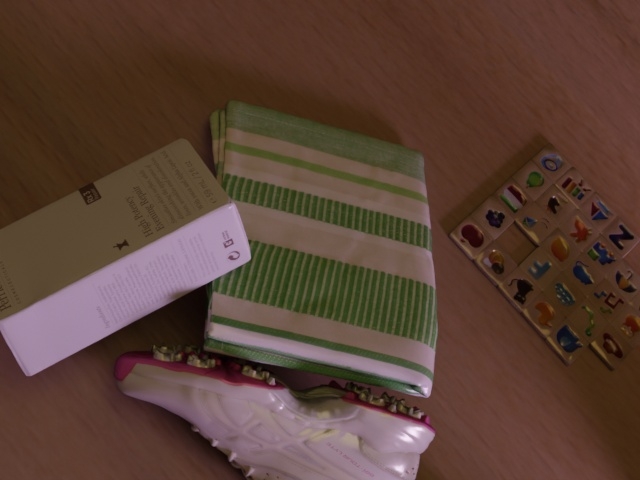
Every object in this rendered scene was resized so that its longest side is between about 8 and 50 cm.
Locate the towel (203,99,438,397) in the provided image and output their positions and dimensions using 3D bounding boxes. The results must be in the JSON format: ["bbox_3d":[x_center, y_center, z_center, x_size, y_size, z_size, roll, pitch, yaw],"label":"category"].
[{"bbox_3d":[0.000,0.000,1.225,0.248,0.038,0.324,14,46,-16],"label":"towel"}]

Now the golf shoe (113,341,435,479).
[{"bbox_3d":[-0.051,0.184,1.128,0.306,0.115,0.140,16,92,-3],"label":"golf shoe"}]

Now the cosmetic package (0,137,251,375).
[{"bbox_3d":[-0.194,0.012,1.105,0.231,0.085,0.117,-28,46,-12],"label":"cosmetic package"}]

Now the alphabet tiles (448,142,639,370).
[{"bbox_3d":[0.287,0.026,1.387,0.237,0.009,0.198,48,60,4],"label":"alphabet tiles"}]
